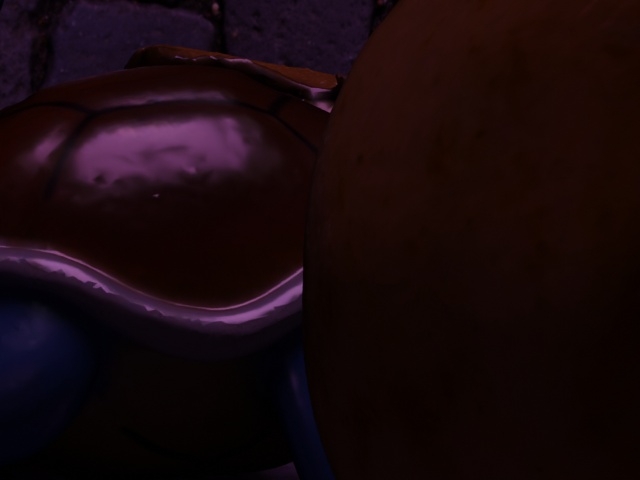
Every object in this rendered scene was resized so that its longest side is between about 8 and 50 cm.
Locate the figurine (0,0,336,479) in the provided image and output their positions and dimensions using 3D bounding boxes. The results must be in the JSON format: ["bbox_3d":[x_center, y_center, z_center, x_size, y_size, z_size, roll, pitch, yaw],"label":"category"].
[{"bbox_3d":[-0.072,0.019,0.816,0.416,0.243,0.298,27,-10,-16],"label":"figurine"}]

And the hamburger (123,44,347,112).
[{"bbox_3d":[-0.004,-0.041,1.382,0.304,0.174,0.284,3,-7,5],"label":"hamburger"}]

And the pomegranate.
[{"bbox_3d":[0.140,0.006,0.607,0.307,0.307,0.307,8,5,-1],"label":"pomegranate"}]
